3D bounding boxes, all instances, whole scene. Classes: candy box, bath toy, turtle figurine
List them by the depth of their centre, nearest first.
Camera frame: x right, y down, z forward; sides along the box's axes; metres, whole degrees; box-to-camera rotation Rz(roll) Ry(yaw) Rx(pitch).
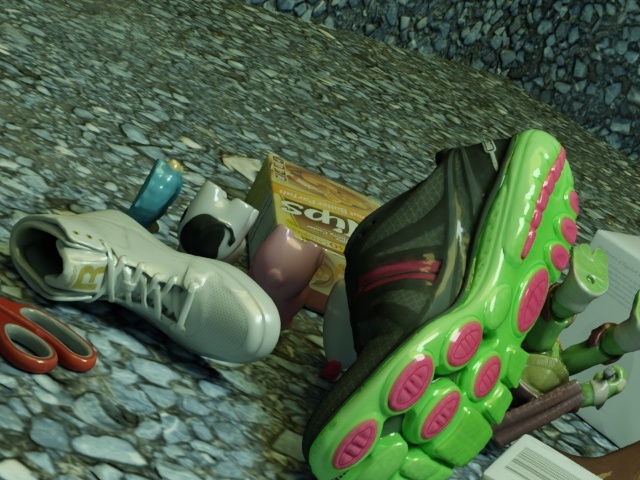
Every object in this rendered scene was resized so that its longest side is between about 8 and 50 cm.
[{"bbox_3d":[-0.067,0.041,1.845,0.348,0.129,0.151,30,-2,8],"label":"bath toy"},{"bbox_3d":[0.277,0.102,1.868,0.274,0.266,0.198,-17,71,-44],"label":"turtle figurine"},{"bbox_3d":[0.000,0.000,2.129,0.183,0.087,0.316,23,17,-12],"label":"candy box"}]

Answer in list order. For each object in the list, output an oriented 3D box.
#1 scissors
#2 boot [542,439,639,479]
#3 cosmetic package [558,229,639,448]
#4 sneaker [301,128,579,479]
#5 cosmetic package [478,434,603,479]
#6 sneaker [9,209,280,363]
[{"bbox_3d":[-0.350,0.049,1.572,0.297,0.021,0.109,32,20,20],"label":"scissors"},{"bbox_3d":[0.390,0.201,1.783,0.264,0.280,0.096,26,17,-5],"label":"boot"},{"bbox_3d":[0.427,0.139,2.129,0.224,0.225,0.138,39,20,33],"label":"cosmetic package"},{"bbox_3d":[0.109,0.077,1.683,0.202,0.185,0.483,4,45,37],"label":"sneaker"},{"bbox_3d":[0.177,0.292,1.354,0.151,0.184,0.151,31,17,15],"label":"cosmetic package"},{"bbox_3d":[-0.195,0.053,1.663,0.292,0.108,0.169,25,15,31],"label":"sneaker"}]
